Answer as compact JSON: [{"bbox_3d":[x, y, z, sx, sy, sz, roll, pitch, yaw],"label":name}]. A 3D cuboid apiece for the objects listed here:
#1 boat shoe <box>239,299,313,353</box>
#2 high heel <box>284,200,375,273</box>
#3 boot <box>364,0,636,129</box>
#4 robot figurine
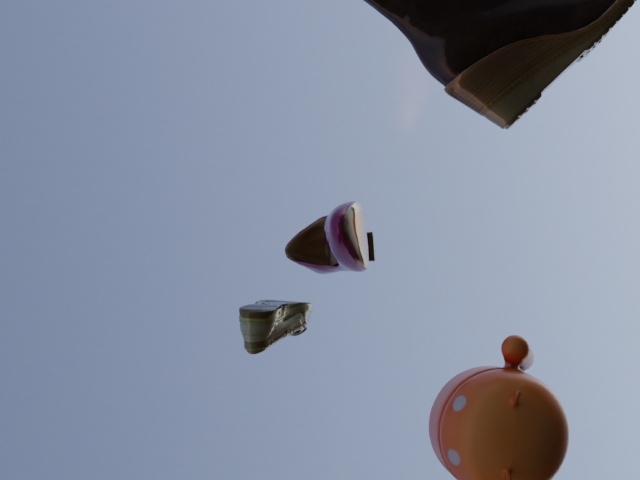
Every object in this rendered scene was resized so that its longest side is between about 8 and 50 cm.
[{"bbox_3d":[-0.048,0.091,1.449,0.153,0.056,0.048,-7,-81,-75],"label":"boat shoe"},{"bbox_3d":[0.000,0.000,1.597,0.244,0.117,0.082,10,-104,-84],"label":"high heel"},{"bbox_3d":[0.189,-0.254,1.331,0.248,0.090,0.207,-43,-94,-13],"label":"boot"},{"bbox_3d":[0.173,0.184,1.315,0.158,0.219,0.128,-40,-92,-3],"label":"robot figurine"}]
